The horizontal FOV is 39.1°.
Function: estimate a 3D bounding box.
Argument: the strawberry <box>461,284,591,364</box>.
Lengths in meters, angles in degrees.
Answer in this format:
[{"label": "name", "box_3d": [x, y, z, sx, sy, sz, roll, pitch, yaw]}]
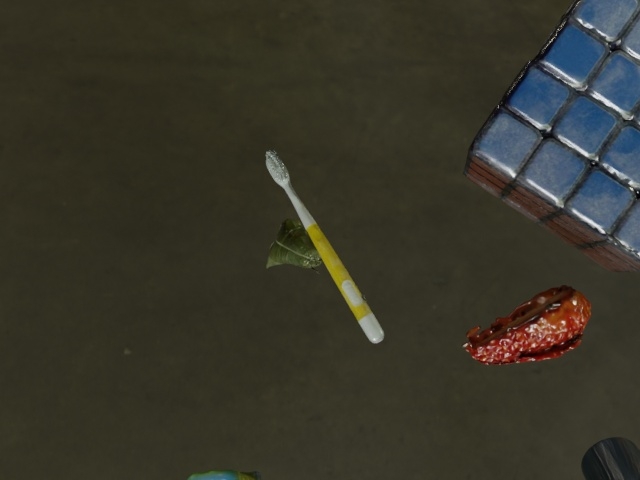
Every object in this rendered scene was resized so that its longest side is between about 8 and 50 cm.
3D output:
[{"label": "strawberry", "box_3d": [0.306, 0.134, 1.311, 0.082, 0.188, 0.121, 59, 15, -4]}]

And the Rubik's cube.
[{"label": "Rubik's cube", "box_3d": [0.464, -0.170, 1.466, 0.344, 0.337, 0.344, 35, 2, 5]}]

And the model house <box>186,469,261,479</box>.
[{"label": "model house", "box_3d": [-0.136, 0.513, 1.446, 0.216, 0.237, 0.303, -12, 62, 10]}]

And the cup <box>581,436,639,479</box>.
[{"label": "cup", "box_3d": [0.534, 0.434, 1.560, 0.150, 0.113, 0.138, 47, 14, -25]}]

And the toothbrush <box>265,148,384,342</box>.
[{"label": "toothbrush", "box_3d": [0.000, 0.000, 1.060, 0.021, 0.024, 0.288, -29, 61, -4]}]

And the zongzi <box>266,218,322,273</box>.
[{"label": "zongzi", "box_3d": [-0.046, 0.049, 1.758, 0.062, 0.130, 0.154, 5, 36, -43]}]
